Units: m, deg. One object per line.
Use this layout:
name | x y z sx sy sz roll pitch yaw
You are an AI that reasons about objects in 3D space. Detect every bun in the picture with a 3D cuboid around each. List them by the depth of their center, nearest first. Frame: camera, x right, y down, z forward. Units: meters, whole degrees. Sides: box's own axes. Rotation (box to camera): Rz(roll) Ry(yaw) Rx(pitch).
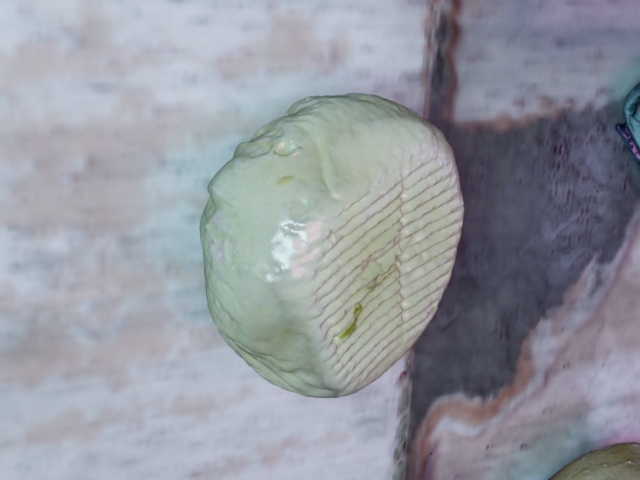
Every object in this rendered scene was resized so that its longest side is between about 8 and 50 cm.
bun | 0.000 0.000 0.401 0.115 0.069 0.115 -30 133 -38

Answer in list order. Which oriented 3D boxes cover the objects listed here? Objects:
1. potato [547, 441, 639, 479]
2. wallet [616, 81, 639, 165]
potato | 0.132 0.172 0.514 0.112 0.112 0.147 12 106 -33
wallet | 0.299 -0.022 0.559 0.251 0.054 0.290 -36 112 -16
